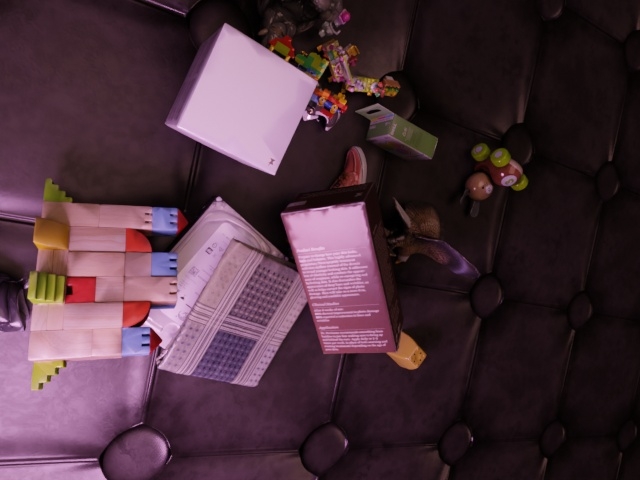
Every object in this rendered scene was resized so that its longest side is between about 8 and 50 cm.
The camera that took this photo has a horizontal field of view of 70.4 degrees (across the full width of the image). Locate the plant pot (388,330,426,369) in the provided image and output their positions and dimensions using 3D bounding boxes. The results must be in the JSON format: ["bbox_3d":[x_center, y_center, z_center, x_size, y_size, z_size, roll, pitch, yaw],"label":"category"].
[{"bbox_3d":[0.258,0.327,1.322,0.081,0.083,0.081,-49,114,-12],"label":"plant pot"}]

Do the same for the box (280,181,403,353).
[{"bbox_3d":[0.062,0.073,1.058,0.143,0.191,0.381,-59,139,-58],"label":"box"}]

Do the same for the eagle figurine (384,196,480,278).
[{"bbox_3d":[0.273,0.001,1.241,0.298,0.225,0.226,-3,87,-15],"label":"eagle figurine"}]

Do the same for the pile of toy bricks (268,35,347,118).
[{"bbox_3d":[-0.021,-0.371,1.011,0.212,0.118,0.105,31,91,-8],"label":"pile of toy bricks"}]

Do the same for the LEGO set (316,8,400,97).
[{"bbox_3d":[0.100,-0.416,1.120,0.132,0.107,0.287,-49,129,7],"label":"LEGO set"}]

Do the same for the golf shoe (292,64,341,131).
[{"bbox_3d":[-0.031,-0.345,1.104,0.198,0.077,0.093,31,82,-25],"label":"golf shoe"}]

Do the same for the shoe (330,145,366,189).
[{"bbox_3d":[0.070,-0.155,1.182,0.081,0.063,0.177,-8,104,-31],"label":"shoe"}]

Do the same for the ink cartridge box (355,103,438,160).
[{"bbox_3d":[0.194,-0.280,1.204,0.209,0.109,0.062,21,86,-27],"label":"ink cartridge box"}]

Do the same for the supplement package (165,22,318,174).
[{"bbox_3d":[-0.173,-0.275,0.923,0.199,0.263,0.198,24,94,-27],"label":"supplement package"}]

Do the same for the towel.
[{"bbox_3d":[-0.176,0.174,1.042,0.312,0.056,0.324,33,89,-48],"label":"towel"}]

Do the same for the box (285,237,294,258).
[{"bbox_3d":[0.000,0.000,1.168,0.169,0.059,0.054,-17,105,-24],"label":"box"}]

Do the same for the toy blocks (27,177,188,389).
[{"bbox_3d":[-0.396,0.081,0.884,0.261,0.191,0.381,2,72,-22],"label":"toy blocks"}]

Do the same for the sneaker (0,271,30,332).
[{"bbox_3d":[-0.645,0.173,0.843,0.153,0.101,0.268,21,84,-24],"label":"sneaker"}]

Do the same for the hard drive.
[{"bbox_3d":[-0.264,0.098,1.049,0.237,0.064,0.339,45,77,-23],"label":"hard drive"}]

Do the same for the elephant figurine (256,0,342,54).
[{"bbox_3d":[-0.080,-0.519,1.030,0.186,0.239,0.169,-34,95,-47],"label":"elephant figurine"}]

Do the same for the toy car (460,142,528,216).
[{"bbox_3d":[0.495,-0.165,1.360,0.155,0.149,0.188,36,91,-36],"label":"toy car"}]
